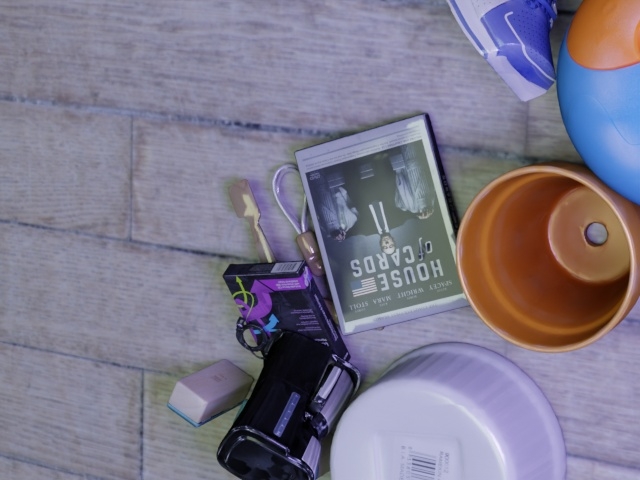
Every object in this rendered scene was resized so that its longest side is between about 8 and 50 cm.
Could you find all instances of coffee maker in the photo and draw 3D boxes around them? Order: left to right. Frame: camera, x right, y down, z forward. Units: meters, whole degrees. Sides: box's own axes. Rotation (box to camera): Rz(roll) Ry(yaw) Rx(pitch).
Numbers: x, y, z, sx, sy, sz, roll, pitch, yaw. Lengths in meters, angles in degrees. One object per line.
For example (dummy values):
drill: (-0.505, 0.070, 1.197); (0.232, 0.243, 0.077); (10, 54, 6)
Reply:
coffee maker: (-0.059, 0.210, 2.069); (0.171, 0.178, 0.120); (16, 135, 15)

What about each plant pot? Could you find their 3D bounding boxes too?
plant pot: (0.281, 0.005, 1.868); (0.205, 0.188, 0.205); (6, 103, 27)

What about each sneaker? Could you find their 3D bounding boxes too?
sneaker: (0.224, -0.325, 1.826); (0.182, 0.127, 0.316); (-28, 51, 20)

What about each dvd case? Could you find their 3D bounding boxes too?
dvd case: (0.079, -0.017, 2.048); (0.179, 0.029, 0.239); (-15, 89, 22)

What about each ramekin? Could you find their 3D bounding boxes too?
ramekin: (0.145, 0.272, 2.024); (0.277, 0.135, 0.277); (6, 102, 28)

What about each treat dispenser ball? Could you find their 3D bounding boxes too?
treat dispenser ball: (0.388, -0.167, 1.720); (0.288, 0.288, 0.288); (6, 102, 27)

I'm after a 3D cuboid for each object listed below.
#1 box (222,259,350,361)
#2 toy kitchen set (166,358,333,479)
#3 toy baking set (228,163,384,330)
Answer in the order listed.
box: (-0.042, 0.097, 2.108); (0.116, 0.029, 0.162); (-4, 128, 32)
toy kitchen set: (-0.106, 0.288, 2.169); (0.207, 0.122, 0.166); (33, 113, 19)
toy baking set: (0.000, 0.007, 2.114); (0.256, 0.030, 0.197); (8, 98, 21)
